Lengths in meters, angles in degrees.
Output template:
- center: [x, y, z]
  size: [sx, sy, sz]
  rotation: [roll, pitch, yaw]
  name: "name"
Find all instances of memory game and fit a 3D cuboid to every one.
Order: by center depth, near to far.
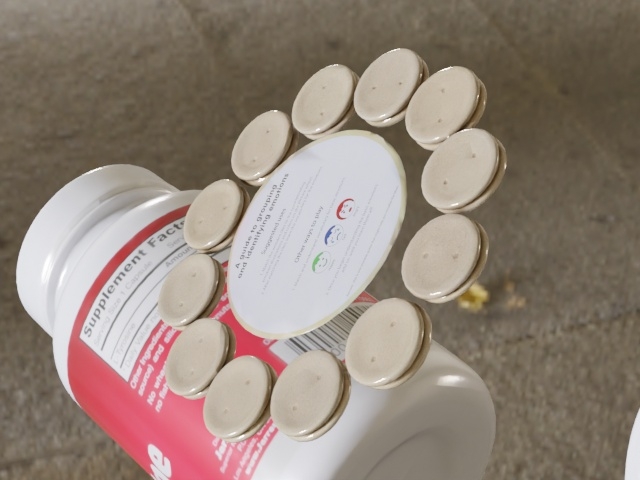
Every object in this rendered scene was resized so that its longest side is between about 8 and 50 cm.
- center: [0.000, 0.000, 0.592]
  size: [0.186, 0.012, 0.186]
  rotation: [-26, 47, 31]
  name: "memory game"

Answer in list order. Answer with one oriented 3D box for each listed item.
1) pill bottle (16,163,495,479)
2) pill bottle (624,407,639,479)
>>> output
- center: [-0.073, 0.101, 1.169]
  size: [0.229, 0.229, 0.407]
  rotation: [-28, 46, -31]
  name: "pill bottle"
- center: [0.229, 0.106, 0.569]
  size: [0.186, 0.112, 0.112]
  rotation: [15, 36, -22]
  name: "pill bottle"
